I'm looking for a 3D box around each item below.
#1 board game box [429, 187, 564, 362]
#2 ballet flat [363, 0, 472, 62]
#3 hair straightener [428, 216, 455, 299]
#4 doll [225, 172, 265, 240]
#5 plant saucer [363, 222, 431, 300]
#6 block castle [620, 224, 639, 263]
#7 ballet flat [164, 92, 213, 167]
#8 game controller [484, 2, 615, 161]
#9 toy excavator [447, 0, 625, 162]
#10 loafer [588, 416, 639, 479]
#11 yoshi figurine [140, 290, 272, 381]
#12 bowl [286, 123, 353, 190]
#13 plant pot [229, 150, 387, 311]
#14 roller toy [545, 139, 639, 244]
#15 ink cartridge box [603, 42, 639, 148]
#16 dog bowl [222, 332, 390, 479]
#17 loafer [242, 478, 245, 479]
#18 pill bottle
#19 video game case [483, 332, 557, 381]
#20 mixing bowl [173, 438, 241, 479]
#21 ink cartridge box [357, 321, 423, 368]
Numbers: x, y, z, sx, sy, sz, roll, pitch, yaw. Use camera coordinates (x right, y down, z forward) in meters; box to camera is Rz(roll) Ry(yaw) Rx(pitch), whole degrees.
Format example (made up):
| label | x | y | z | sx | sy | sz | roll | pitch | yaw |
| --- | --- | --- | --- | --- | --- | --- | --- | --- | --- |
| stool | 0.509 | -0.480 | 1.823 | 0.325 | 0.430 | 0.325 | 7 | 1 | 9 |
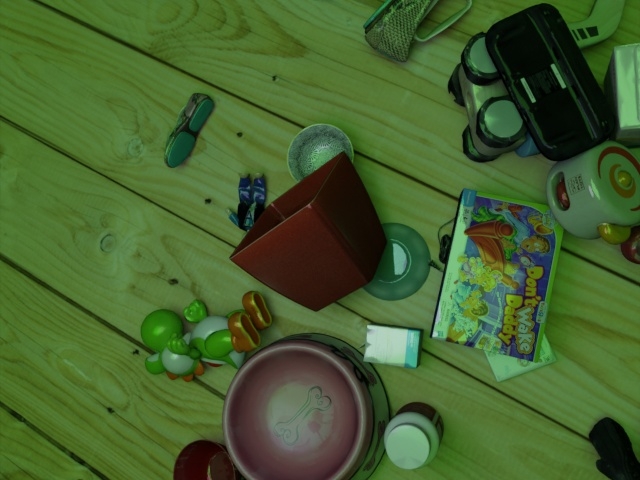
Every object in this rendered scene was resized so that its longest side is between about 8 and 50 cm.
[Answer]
| label | x | y | z | sx | sy | sz | roll | pitch | yaw |
| --- | --- | --- | --- | --- | --- | --- | --- | --- | --- |
| board game box | 0.398 | 0.077 | 1.420 | 0.234 | 0.078 | 0.346 | 12 | 84 | 7 |
| ballet flat | 0.306 | -0.640 | 1.515 | 0.182 | 0.164 | 0.482 | 36 | 102 | -6 |
| hair straightener | 0.300 | 0.048 | 1.492 | 0.089 | 0.047 | 0.230 | 9 | 89 | 12 |
| doll | -0.186 | -0.080 | 1.639 | 0.129 | 0.046 | 0.188 | 1 | 92 | 6 |
| plant saucer | 0.170 | 0.050 | 1.537 | 0.195 | 0.037 | 0.194 | -2 | 84 | 15 |
| block castle | 0.871 | -0.061 | 1.272 | 0.303 | 0.213 | 0.453 | 39 | 102 | 3 |
| ballet flat | -0.368 | -0.300 | 1.701 | 0.079 | 0.077 | 0.221 | 27 | 88 | 34 |
| game controller | 0.466 | -0.323 | 1.282 | 0.167 | 0.067 | 0.319 | -26 | 85 | 5 |
| toy excavator | 0.521 | -0.418 | 1.414 | 0.446 | 0.222 | 0.432 | -11 | 84 | 1 |
| loafer | 0.614 | 0.465 | 1.299 | 0.076 | 0.223 | 0.078 | 34 | 115 | -12 |
| yoshi figurine | -0.318 | 0.225 | 1.579 | 0.362 | 0.204 | 0.202 | -23 | 59 | 24 |
| bowl | 0.009 | -0.201 | 1.579 | 0.170 | 0.080 | 0.170 | -1 | 85 | 16 |
| plant pot | 0.000 | 0.000 | 1.449 | 0.267 | 0.267 | 0.235 | -32 | 107 | 32 |
| roller toy | 0.594 | -0.107 | 1.337 | 0.191 | 0.146 | 0.209 | 43 | 60 | -7 |
| ink cartridge box | 0.696 | -0.299 | 1.312 | 0.168 | 0.233 | 0.171 | -4 | 87 | 20 |
| dog bowl | -0.048 | 0.415 | 1.475 | 0.408 | 0.150 | 0.407 | -3 | 75 | 12 |
| loafer | -0.173 | 0.613 | 1.571 | 0.061 | 0.062 | 0.170 | 15 | 88 | 21 |
| pill bottle | 0.207 | 0.435 | 1.400 | 0.121 | 0.216 | 0.121 | -1 | 85 | 15 |
| video game case | 0.445 | 0.230 | 1.455 | 0.143 | 0.019 | 0.157 | -24 | 80 | 12 |
| mixing bowl | -0.265 | 0.584 | 1.571 | 0.182 | 0.098 | 0.181 | -5 | 79 | 24 |
| ink cartridge box | 0.165 | 0.246 | 1.492 | 0.143 | 0.092 | 0.089 | 6 | 87 | 15 |
